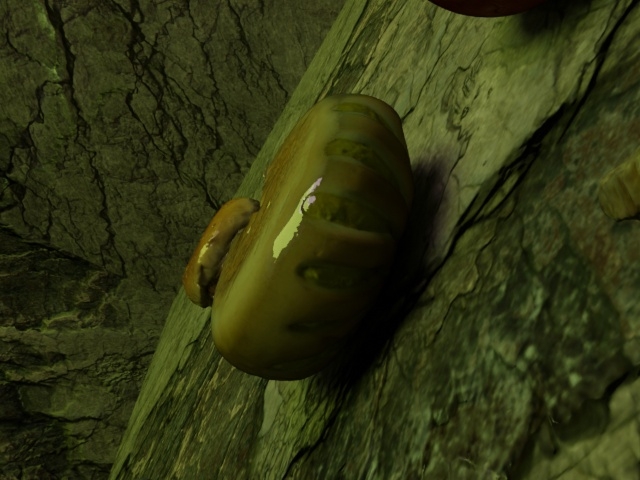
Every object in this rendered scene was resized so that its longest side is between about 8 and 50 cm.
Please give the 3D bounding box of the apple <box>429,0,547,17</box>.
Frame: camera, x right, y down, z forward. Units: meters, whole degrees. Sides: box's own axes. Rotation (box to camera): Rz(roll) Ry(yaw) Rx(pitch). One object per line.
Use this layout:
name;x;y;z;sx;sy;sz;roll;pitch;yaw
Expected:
apple;0.183;-0.343;0.658;0.272;0.206;0.252;-88;17;-66

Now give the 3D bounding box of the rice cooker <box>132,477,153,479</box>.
rice cooker;-0.116;0.309;0.463;0.241;0.227;0.280;-53;-7;-20

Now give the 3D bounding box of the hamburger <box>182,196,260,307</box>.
hamburger;-0.150;0.033;1.253;0.244;0.163;0.244;-59;14;24

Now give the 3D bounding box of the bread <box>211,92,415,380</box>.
bread;0.000;0.000;0.762;0.333;0.160;0.333;-58;15;26

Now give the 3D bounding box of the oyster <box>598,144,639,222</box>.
oyster;0.211;-0.059;0.186;0.341;0.110;0.166;1;69;61
